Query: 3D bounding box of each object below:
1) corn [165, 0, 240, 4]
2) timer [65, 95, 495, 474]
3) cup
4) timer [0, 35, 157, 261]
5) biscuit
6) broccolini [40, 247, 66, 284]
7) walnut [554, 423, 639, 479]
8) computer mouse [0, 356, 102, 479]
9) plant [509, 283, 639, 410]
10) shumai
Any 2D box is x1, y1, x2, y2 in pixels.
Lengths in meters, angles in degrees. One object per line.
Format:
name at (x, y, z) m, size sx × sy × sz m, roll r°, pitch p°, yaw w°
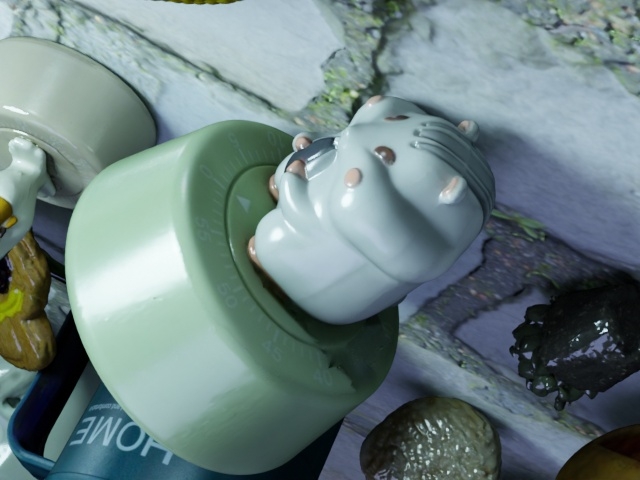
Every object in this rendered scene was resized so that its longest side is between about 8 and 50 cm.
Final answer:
corn at (-0.140, -0.227, 1.230) m, size 0.322 × 0.119 × 0.119 m, roll 11°, pitch 150°, yaw 37°
timer at (0.000, 0.000, 1.402) m, size 0.315 × 0.290 × 0.291 m, roll -31°, pitch 121°, yaw 35°
cup at (-0.123, 0.180, 1.756) m, size 0.242 × 0.292 × 0.308 m, roll 41°, pitch 151°, yaw -28°
timer at (-0.278, -0.027, 1.547) m, size 0.175 × 0.266 × 0.175 m, roll 21°, pitch 153°, yaw 11°
biscuit at (-0.339, -0.001, 1.749) m, size 0.208 × 0.041 × 0.290 m, roll 2°, pitch 115°, yaw 56°
broccolini at (-0.260, 0.046, 1.922) m, size 0.239 × 0.051 × 0.054 m, roll 31°, pitch -162°, yaw -6°
walnut at (0.347, 0.267, 1.598) m, size 0.298 × 0.203 × 0.203 m, roll 2°, pitch 145°, yaw 35°
computer mouse at (-0.240, 0.207, 1.902) m, size 0.331 × 0.197 × 0.095 m, roll 2°, pitch -174°, yaw -7°
plant at (0.224, 0.089, 1.502) m, size 0.092 × 0.094 × 0.143 m, roll 26°, pitch 151°, yaw -25°
shumai at (0.123, 0.230, 1.829) m, size 0.146 × 0.145 × 0.116 m, roll 21°, pitch 172°, yaw 12°
